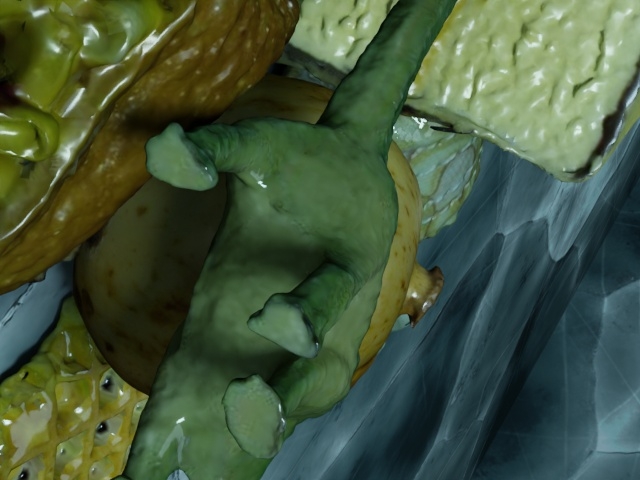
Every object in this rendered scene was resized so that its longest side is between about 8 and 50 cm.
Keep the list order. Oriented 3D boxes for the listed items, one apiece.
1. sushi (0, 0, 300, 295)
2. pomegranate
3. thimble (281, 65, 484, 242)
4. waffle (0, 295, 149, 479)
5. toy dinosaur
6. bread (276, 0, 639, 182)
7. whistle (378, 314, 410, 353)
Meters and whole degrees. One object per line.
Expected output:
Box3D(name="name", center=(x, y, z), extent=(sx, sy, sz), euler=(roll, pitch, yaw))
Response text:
Box3D(name="sushi", center=(-0.115, -0.083, 0.403), extent=(0.296, 0.167, 0.179), euler=(-39, 148, -7))
Box3D(name="pomegranate", center=(-0.033, 0.011, 0.619), extent=(0.215, 0.215, 0.215), euler=(-49, 154, -34))
Box3D(name="thimble", center=(0.054, -0.084, 0.802), extent=(0.190, 0.137, 0.143), euler=(-25, 141, -23))
Box3D(name="waffle", center=(-0.173, 0.163, 0.706), extent=(0.254, 0.052, 0.245), euler=(-56, 156, -18))
Box3D(name="toy dinosaur", center=(0.000, 0.000, 0.502), extent=(0.301, 0.087, 0.447), euler=(-47, 157, -67))
Box3D(name="bread", center=(0.089, -0.152, 0.660), extent=(0.178, 0.266, 0.142), euler=(-61, 162, -3))
Box3D(name="whistle", center=(0.054, 0.017, 1.039), extent=(0.114, 0.077, 0.235), euler=(-63, 155, -29))
